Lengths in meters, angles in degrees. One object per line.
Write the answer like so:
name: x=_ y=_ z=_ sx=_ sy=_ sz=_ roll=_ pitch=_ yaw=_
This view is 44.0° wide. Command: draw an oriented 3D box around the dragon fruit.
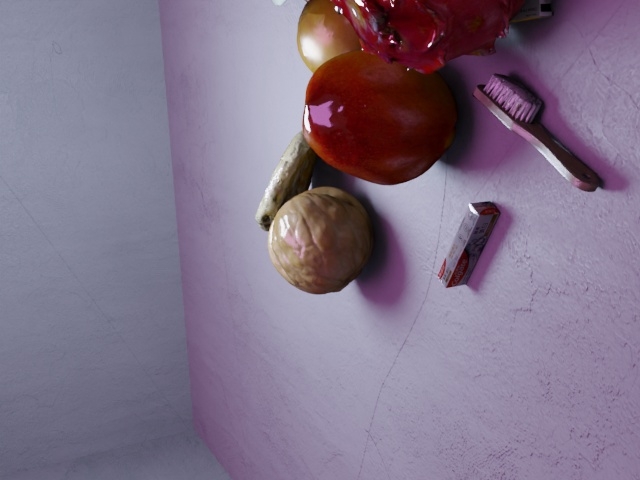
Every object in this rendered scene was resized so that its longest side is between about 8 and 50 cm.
dragon fruit: x=0.156 y=-0.435 z=1.369 sx=0.371 sy=0.249 sz=0.386 roll=32 pitch=165 yaw=20

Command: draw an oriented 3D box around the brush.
brush: x=0.388 y=-0.204 z=1.412 sx=0.327 sy=0.070 sz=0.065 roll=57 pitch=135 yaw=39

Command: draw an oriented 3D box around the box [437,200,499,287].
box: x=0.307 y=0.012 z=1.656 sx=0.218 sy=0.055 sz=0.039 roll=107 pitch=147 yaw=-41

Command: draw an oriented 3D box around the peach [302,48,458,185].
peach: x=0.114 y=-0.261 z=1.662 sx=0.308 sy=0.332 sz=0.307 roll=-177 pitch=90 yaw=-66

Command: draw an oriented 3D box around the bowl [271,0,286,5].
bowl: x=-0.161 y=-0.847 z=2.068 sx=0.435 sy=0.196 sz=0.434 roll=-173 pitch=90 yaw=-73

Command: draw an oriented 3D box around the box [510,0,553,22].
box: x=0.357 y=-0.514 z=1.405 sx=0.129 sy=0.033 sz=0.247 roll=-160 pitch=64 yaw=-63

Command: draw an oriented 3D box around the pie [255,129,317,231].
pie: x=-0.085 y=-0.166 z=2.192 sx=0.077 sy=0.339 sz=0.339 roll=24 pitch=132 yaw=9

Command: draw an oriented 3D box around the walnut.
walnut: x=0.000 y=0.000 z=2.056 sx=0.296 sy=0.285 sz=0.285 roll=-9 pitch=-89 yaw=-82

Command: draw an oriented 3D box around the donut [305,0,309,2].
donut: x=0.002 y=-0.686 z=2.036 sx=0.217 sy=0.085 sz=0.141 roll=-126 pitch=37 yaw=-46

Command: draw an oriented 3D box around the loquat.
loquat: x=0.059 y=-0.467 z=1.816 sx=0.235 sy=0.235 sz=0.235 roll=32 pitch=126 yaw=58
